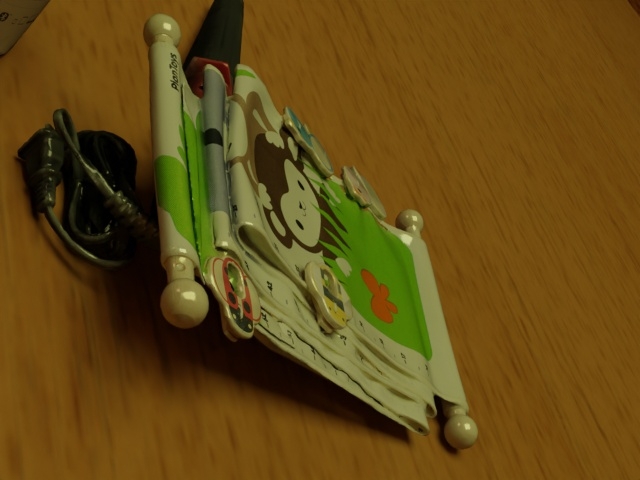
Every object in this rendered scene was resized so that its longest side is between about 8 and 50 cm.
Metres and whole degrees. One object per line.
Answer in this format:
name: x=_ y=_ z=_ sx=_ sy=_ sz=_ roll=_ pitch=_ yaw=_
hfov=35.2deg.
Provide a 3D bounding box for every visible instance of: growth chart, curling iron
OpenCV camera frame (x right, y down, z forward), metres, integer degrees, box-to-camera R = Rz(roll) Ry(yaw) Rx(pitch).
growth chart: x=0.000 y=0.000 z=0.444 sx=0.237 sy=0.021 sz=0.172 roll=34 pitch=34 yaw=-48
curling iron: x=-0.064 y=-0.073 z=0.469 sx=0.068 sy=0.035 sz=0.274 roll=41 pitch=28 yaw=-15

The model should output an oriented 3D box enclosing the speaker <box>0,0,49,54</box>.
speaker: x=-0.103 y=-0.134 z=0.379 sx=0.055 sy=0.136 sz=0.055 roll=35 pitch=31 yaw=-24
